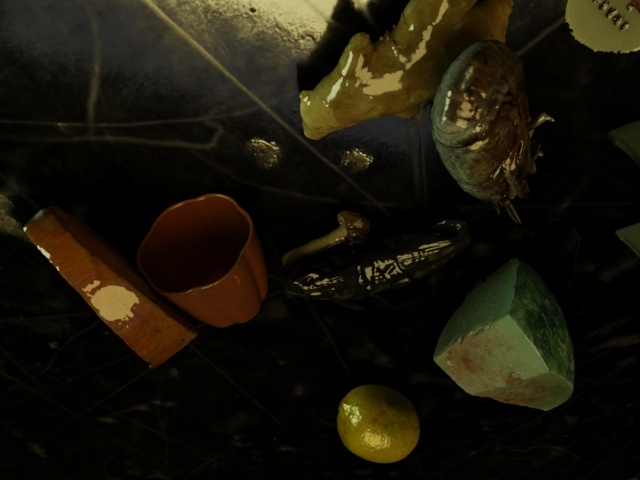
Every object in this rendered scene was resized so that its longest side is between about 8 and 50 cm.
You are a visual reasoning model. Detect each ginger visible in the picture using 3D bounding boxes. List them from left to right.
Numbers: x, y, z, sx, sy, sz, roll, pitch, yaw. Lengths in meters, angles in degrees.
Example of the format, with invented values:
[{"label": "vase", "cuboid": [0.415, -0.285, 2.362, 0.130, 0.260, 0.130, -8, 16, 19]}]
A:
[{"label": "ginger", "cuboid": [0.149, -0.254, 0.676, 0.347, 0.122, 0.363, -9, 142, -10]}]

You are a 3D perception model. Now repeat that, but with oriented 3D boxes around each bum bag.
[{"label": "bum bag", "cuboid": [0.097, 0.047, 0.930, 0.340, 0.095, 0.144, -17, 158, -3]}]

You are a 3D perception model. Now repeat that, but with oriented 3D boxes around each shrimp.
[{"label": "shrimp", "cuboid": [0.220, -0.117, 0.689, 0.116, 0.145, 0.343, 14, 161, 30]}]

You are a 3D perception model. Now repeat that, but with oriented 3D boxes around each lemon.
[{"label": "lemon", "cuboid": [0.130, 0.420, 1.238, 0.207, 0.170, 0.170, 18, 127, -19]}]

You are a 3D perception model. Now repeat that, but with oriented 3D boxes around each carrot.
[{"label": "carrot", "cuboid": [-0.324, 0.072, 0.827, 0.100, 0.258, 0.307, -48, 129, -14]}]

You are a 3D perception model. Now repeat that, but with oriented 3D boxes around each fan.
[{"label": "fan", "cuboid": [0.462, -0.378, 0.672, 0.190, 0.009, 0.329, 27, 126, -25]}]

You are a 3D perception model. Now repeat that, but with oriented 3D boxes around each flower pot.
[{"label": "flower pot", "cuboid": [-0.170, 0.049, 0.875, 0.190, 0.191, 0.173, -15, 140, 7]}]

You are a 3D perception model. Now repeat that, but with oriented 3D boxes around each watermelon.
[{"label": "watermelon", "cuboid": [0.349, 0.202, 1.050, 0.258, 0.229, 0.387, -16, 141, 19]}]

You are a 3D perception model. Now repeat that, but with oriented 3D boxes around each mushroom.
[{"label": "mushroom", "cuboid": [0.000, 0.000, 0.928, 0.187, 0.060, 0.062, -24, 87, 23]}]

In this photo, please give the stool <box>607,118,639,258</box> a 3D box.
[{"label": "stool", "cuboid": [0.627, -0.086, 0.844, 0.269, 0.170, 0.244, -20, 130, 12]}]
